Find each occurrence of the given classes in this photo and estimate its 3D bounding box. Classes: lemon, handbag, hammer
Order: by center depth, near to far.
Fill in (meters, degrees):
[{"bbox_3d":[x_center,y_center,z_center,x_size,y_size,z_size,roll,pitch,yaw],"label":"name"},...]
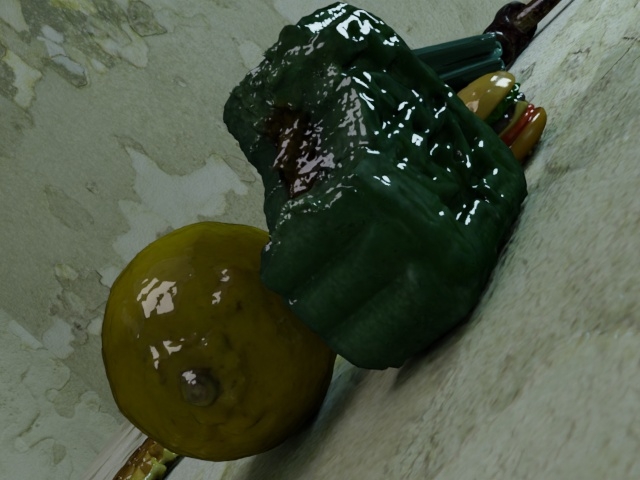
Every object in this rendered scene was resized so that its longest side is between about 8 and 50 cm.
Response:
[{"bbox_3d":[-0.113,0.110,1.114,0.285,0.285,0.316,-47,-28,13],"label":"lemon"},{"bbox_3d":[0.237,-0.315,1.951,0.238,0.089,0.326,-14,-3,7],"label":"handbag"},{"bbox_3d":[0.512,-0.530,2.134,0.409,0.095,0.242,-38,9,35],"label":"hammer"}]

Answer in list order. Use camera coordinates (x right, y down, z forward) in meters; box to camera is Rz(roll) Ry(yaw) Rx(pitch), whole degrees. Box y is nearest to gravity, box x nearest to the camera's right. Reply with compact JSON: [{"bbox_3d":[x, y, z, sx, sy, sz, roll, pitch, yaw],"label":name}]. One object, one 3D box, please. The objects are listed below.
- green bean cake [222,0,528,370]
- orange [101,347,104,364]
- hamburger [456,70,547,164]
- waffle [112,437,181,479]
[{"bbox_3d":[0.040,-0.066,0.977,0.169,0.300,0.308,-44,5,36],"label":"green bean cake"},{"bbox_3d":[-0.278,0.220,1.909,0.274,0.274,0.310,-48,38,-11],"label":"orange"},{"bbox_3d":[0.201,-0.132,1.238,0.162,0.115,0.162,-45,5,5],"label":"hamburger"},{"bbox_3d":[-0.342,0.441,1.814,0.301,0.058,0.281,-52,6,-39],"label":"waffle"}]
